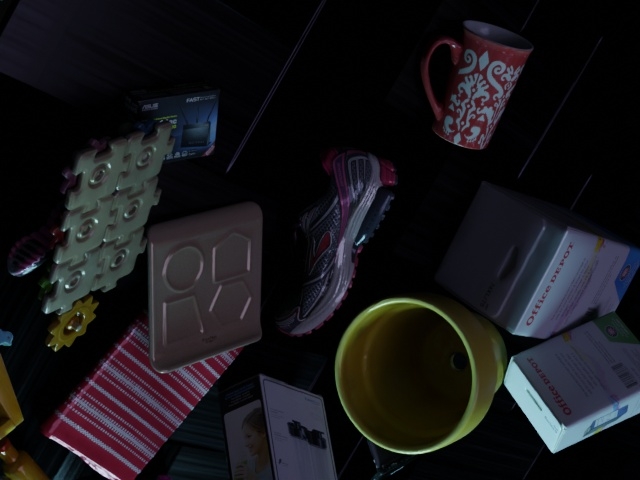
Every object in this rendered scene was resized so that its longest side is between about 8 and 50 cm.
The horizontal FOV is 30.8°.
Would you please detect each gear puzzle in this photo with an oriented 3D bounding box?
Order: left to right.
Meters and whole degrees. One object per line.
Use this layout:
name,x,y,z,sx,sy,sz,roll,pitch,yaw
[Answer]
gear puzzle,-0.281,-0.001,1.432,0.175,0.044,0.339,-30,148,-50

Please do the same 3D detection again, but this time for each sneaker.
sneaker,-0.331,0.005,1.433,0.119,0.047,0.057,-44,149,-10
sneaker,0.000,0.000,1.698,0.112,0.121,0.299,19,105,-18

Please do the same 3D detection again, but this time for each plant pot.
plant pot,0.189,0.207,1.911,0.239,0.254,0.254,-1,118,-59

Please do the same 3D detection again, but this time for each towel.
towel,-0.250,0.206,1.647,0.275,0.031,0.199,-50,136,-9

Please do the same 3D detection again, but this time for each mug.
mug,0.222,-0.239,1.759,0.113,0.150,0.169,-54,164,-64

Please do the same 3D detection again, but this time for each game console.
game console,0.133,0.379,2.130,0.122,0.071,0.107,-25,161,-29

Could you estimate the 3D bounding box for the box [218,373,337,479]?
box,-0.053,0.362,1.745,0.087,0.289,0.169,-27,148,27

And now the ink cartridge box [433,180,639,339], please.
ink cartridge box,0.377,0.044,1.995,0.270,0.197,0.198,13,107,-47

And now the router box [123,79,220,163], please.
router box,-0.189,-0.147,1.464,0.122,0.038,0.092,-15,125,-36

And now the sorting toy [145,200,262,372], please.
sorting toy,-0.161,0.061,1.607,0.193,0.038,0.208,-17,114,-40

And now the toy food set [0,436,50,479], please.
toy food set,-0.458,0.372,1.507,0.232,0.111,0.104,-39,124,-16

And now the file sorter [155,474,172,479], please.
file sorter,-0.251,0.501,1.647,0.182,0.291,0.202,8,110,-42

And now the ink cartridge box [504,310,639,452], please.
ink cartridge box,0.435,0.232,1.921,0.212,0.154,0.093,-20,145,-20

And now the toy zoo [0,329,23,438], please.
toy zoo,-0.470,0.192,1.343,0.293,0.030,0.192,-40,114,-37
